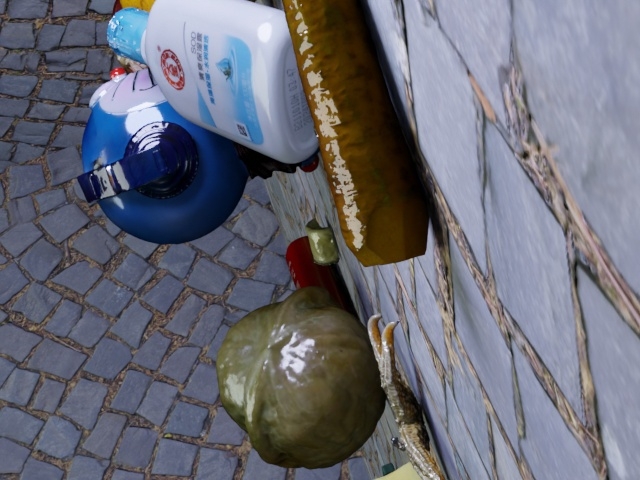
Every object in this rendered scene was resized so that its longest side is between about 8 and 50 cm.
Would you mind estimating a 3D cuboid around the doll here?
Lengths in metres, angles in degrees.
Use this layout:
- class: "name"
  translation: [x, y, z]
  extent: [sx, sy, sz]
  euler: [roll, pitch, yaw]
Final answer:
- class: "doll"
  translation: [-0.163, -0.128, 1.413]
  extent: [0.284, 0.310, 0.240]
  euler: [-131, 21, -80]

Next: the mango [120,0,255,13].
- class: "mango"
  translation: [-0.166, -0.348, 1.374]
  extent: [0.199, 0.201, 0.350]
  euler: [42, 175, -14]

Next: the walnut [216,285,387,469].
- class: "walnut"
  translation: [-0.018, 0.196, 1.552]
  extent: [0.283, 0.227, 0.283]
  euler: [-34, -50, -54]

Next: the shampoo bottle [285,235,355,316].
- class: "shampoo bottle"
  translation: [0.022, 0.139, 1.789]
  extent: [0.118, 0.076, 0.314]
  euler: [78, 172, -53]

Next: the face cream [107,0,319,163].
- class: "face cream"
  translation: [-0.125, -0.199, 1.207]
  extent: [0.337, 0.080, 0.163]
  euler: [27, 134, 44]

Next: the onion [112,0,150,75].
- class: "onion"
  translation: [-0.233, -0.353, 1.896]
  extent: [0.276, 0.276, 0.276]
  euler: [161, 90, -86]

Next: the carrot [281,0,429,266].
- class: "carrot"
  translation: [0.013, -0.136, 0.776]
  extent: [0.066, 0.066, 0.314]
  euler: [-174, 69, -86]

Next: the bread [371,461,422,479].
- class: "bread"
  translation: [0.106, 0.463, 1.401]
  extent: [0.236, 0.198, 0.263]
  euler: [55, 167, 50]

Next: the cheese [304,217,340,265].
- class: "cheese"
  translation: [-0.001, 0.000, 1.706]
  extent: [0.084, 0.041, 0.060]
  euler: [-121, 11, -67]

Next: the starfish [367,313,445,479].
- class: "starfish"
  translation: [0.093, 0.186, 1.218]
  extent: [0.138, 0.050, 0.247]
  euler: [86, 162, -69]

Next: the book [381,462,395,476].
- class: "book"
  translation: [0.195, 0.620, 1.984]
  extent: [0.379, 0.031, 0.264]
  euler: [-112, 6, -45]
